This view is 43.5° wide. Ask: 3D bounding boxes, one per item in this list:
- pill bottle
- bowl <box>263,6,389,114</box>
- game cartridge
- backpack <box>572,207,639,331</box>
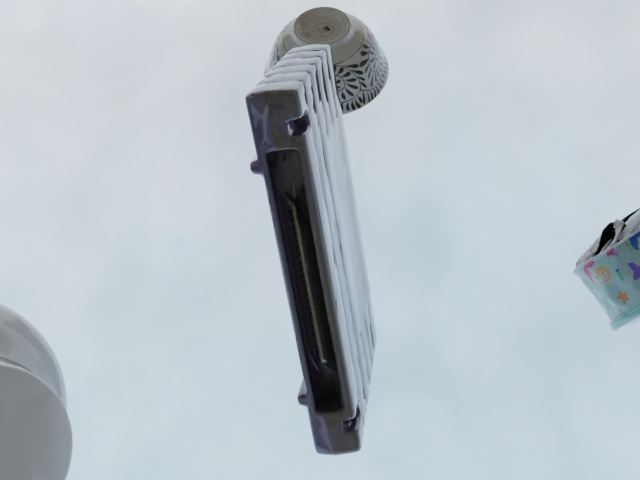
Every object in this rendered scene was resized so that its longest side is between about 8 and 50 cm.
[{"bbox_3d":[-0.311,0.114,0.600,0.322,0.181,0.182,10,-111,48],"label":"pill bottle"},{"bbox_3d":[0.004,-0.249,1.041,0.170,0.080,0.170,-2,-126,3],"label":"bowl"},{"bbox_3d":[0.000,0.000,0.801,0.068,0.230,0.355,-7,-69,7],"label":"game cartridge"},{"bbox_3d":[0.460,0.023,1.010,0.253,0.225,0.191,-18,-105,-27],"label":"backpack"}]
